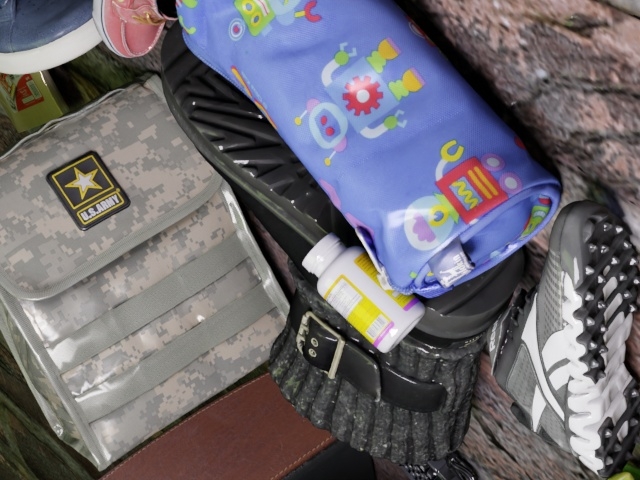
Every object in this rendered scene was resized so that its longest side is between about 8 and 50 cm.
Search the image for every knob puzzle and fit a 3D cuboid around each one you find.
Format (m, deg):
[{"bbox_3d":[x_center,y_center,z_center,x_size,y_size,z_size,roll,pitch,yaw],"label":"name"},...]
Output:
[{"bbox_3d":[-0.331,-0.211,1.897,0.213,0.030,0.213,44,155,27],"label":"knob puzzle"}]

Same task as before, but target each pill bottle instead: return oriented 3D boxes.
[{"bbox_3d":[0.028,0.033,1.222,0.083,0.043,0.043,44,155,9],"label":"pill bottle"}]

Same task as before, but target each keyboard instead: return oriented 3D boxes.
[{"bbox_3d":[0.108,0.212,1.586,0.180,0.023,0.108,46,155,22],"label":"keyboard"}]

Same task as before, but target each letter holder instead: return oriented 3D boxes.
[{"bbox_3d":[-0.128,0.248,1.740,0.214,0.302,0.152,37,150,40],"label":"letter holder"}]

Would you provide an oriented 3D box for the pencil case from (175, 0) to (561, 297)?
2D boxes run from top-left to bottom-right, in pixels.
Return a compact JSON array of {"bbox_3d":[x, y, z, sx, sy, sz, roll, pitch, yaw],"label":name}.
[{"bbox_3d":[0.023,-0.093,1.220,0.306,0.133,0.119,50,-177,17],"label":"pencil case"}]

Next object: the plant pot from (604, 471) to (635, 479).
[{"bbox_3d":[0.221,0.291,1.164,0.207,0.227,0.228,8,129,51],"label":"plant pot"}]

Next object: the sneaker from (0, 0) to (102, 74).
[{"bbox_3d":[-0.314,-0.270,1.654,0.350,0.131,0.148,33,152,44],"label":"sneaker"}]

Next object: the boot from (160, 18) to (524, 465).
[{"bbox_3d":[-0.003,0.003,1.392,0.348,0.131,0.260,48,156,18],"label":"boot"}]

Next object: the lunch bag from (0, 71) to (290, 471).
[{"bbox_3d":[-0.186,0.018,1.643,0.287,0.235,0.169,63,162,-17],"label":"lunch bag"}]

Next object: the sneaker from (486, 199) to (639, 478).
[{"bbox_3d":[0.154,0.061,1.203,0.106,0.078,0.234,19,142,29],"label":"sneaker"}]

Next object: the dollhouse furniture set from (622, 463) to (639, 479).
[{"bbox_3d":[0.243,0.226,1.335,0.076,0.058,0.151,20,157,44],"label":"dollhouse furniture set"}]

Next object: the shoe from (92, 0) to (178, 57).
[{"bbox_3d":[-0.141,-0.197,1.491,0.081,0.063,0.178,50,153,27],"label":"shoe"}]
